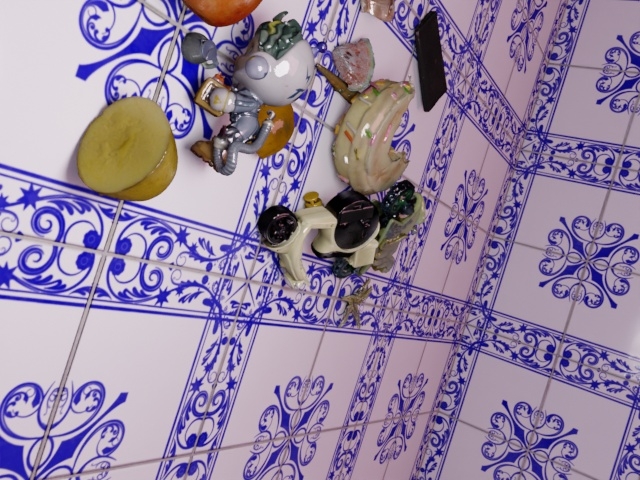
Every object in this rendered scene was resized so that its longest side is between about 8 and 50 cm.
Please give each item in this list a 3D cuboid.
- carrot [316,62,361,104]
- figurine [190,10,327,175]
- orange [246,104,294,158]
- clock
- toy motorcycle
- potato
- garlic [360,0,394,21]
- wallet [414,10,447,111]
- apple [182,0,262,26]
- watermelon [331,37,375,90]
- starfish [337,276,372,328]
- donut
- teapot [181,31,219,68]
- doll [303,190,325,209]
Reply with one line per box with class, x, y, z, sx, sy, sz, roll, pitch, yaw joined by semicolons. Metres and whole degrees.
carrot;0.055;-0.451;1.817;0.254;0.049;0.049;24;84;-55
figurine;-0.155;-0.336;1.406;0.186;0.261;0.382;40;87;-24
orange;-0.124;-0.288;1.566;0.160;0.112;0.170;-11;102;-54
clock;0.000;0.000;1.804;0.378;0.120;0.277;-13;126;-25
toy motorcycle;0.200;-0.030;2.063;0.237;0.169;0.410;1;133;-50
potato;-0.356;-0.151;1.230;0.158;0.178;0.204;72;19;-64
garlic;0.175;-0.721;1.827;0.124;0.099;0.175;-57;147;-50
wallet;0.389;-0.637;2.246;0.170;0.044;0.321;-50;139;-33
apple;-0.199;-0.538;1.222;0.201;0.218;0.218;-46;147;6
watermelon;0.084;-0.518;1.816;0.139;0.071;0.187;25;59;-33
starfish;0.119;0.220;2.226;0.208;0.053;0.176;-65;148;-10
donut;0.159;-0.299;1.907;0.307;0.150;0.371;-45;151;-30
teapot;-0.252;-0.403;1.350;0.066;0.057;0.088;-58;145;-21
doll;-0.022;-0.078;1.862;0.084;0.073;0.127;-23;127;-10
